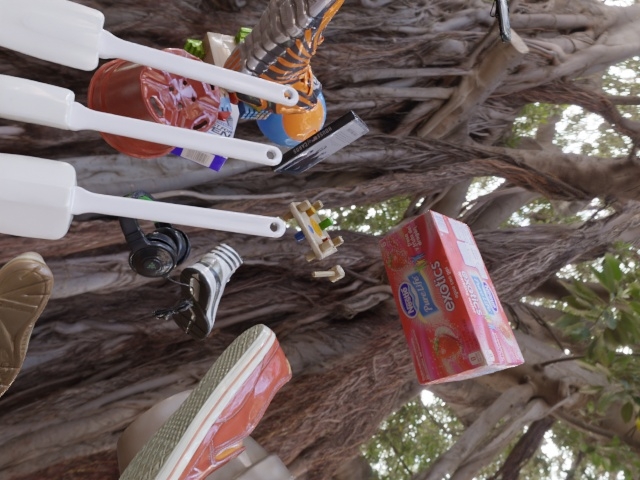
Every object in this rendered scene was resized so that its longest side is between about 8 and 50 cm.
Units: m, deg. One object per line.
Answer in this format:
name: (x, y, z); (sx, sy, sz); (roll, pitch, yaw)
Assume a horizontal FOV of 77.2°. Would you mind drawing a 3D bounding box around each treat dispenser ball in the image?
treat dispenser ball: (-0.121, -0.523, 1.622); (0.288, 0.288, 0.288); (21, -62, 45)

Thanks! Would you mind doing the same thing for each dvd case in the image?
dvd case: (0.003, -0.242, 1.030); (0.238, 0.179, 0.030); (-29, -93, 17)

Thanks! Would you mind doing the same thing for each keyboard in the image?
keyboard: (0.373, -0.515, 0.855); (0.038, 0.100, 0.192); (-5, -87, 37)

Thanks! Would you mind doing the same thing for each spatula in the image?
spatula: (-0.134, -0.079, 0.304); (0.019, 0.241, 0.168); (-12, -108, 62)

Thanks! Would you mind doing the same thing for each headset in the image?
headset: (-0.513, 0.047, 1.233); (0.243, 0.185, 0.394); (-100, 167, -78)

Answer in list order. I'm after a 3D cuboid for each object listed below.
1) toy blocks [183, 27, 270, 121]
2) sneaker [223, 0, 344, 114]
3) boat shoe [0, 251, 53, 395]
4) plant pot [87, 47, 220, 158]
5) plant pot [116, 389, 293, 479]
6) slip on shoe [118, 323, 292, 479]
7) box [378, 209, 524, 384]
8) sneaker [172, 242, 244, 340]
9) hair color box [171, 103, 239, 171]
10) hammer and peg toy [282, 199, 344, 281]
toy blocks: (-0.232, -0.532, 1.352); (0.190, 0.381, 0.261); (-21, -98, 54)
sneaker: (-0.038, -0.374, 0.796); (0.321, 0.180, 0.125); (-25, -120, 38)
boat shoe: (-0.634, 0.184, 0.784); (0.110, 0.121, 0.341); (22, -100, 52)
plant pot: (-0.412, -0.355, 1.033); (0.265, 0.272, 0.273); (7, -72, 45)
plant pot: (-0.267, 0.484, 0.825); (0.280, 0.323, 0.323); (46, -46, 22)
slip on shoe: (-0.148, 0.260, 0.521); (0.101, 0.331, 0.123); (51, -39, -14)
box: (0.247, 0.112, 0.788); (0.142, 0.154, 0.300); (-36, -124, 38)
sneaker: (-0.388, 0.182, 1.477); (0.169, 0.257, 0.448); (35, -45, 6)
hair color box: (-0.412, -0.445, 1.486); (0.110, 0.185, 0.339); (-37, -139, 50)
hammer and peg toy: (0.000, 0.000, 1.663); (0.127, 0.266, 0.361); (-30, -94, 16)
